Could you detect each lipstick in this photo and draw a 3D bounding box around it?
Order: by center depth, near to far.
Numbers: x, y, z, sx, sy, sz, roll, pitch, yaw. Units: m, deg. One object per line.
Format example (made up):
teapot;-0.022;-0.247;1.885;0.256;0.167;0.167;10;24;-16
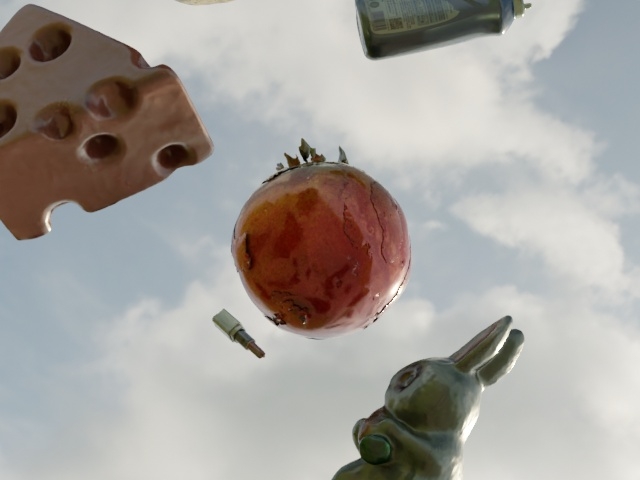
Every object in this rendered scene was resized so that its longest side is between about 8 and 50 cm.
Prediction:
lipstick;-0.108;0.133;1.592;0.107;0.025;0.025;36;-19;41

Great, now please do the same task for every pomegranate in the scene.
pomegranate;0.000;0.000;1.339;0.210;0.235;0.210;-4;-32;-2

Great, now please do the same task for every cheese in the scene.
cheese;-0.235;-0.089;1.049;0.203;0.177;0.128;28;-22;30

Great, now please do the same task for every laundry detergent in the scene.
laundry detergent;0.147;-0.269;1.376;0.206;0.097;0.061;-9;-47;1

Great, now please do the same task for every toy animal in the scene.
toy animal;0.092;0.172;1.027;0.108;0.236;0.138;12;-29;38

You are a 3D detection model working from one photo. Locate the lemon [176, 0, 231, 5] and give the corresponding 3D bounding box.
lemon;-0.099;-0.346;1.062;0.236;0.263;0.236;11;-56;16
